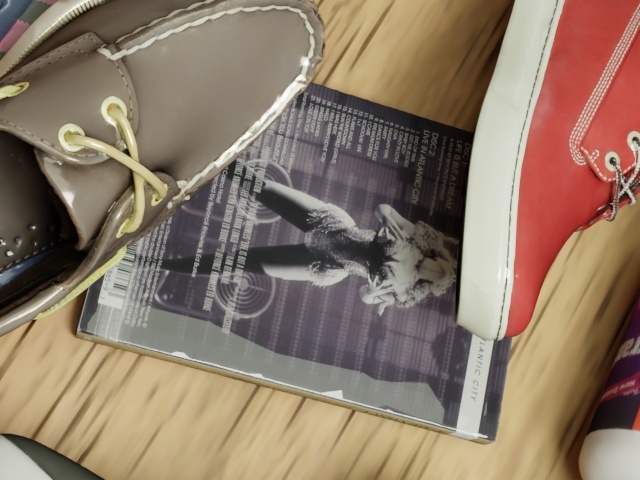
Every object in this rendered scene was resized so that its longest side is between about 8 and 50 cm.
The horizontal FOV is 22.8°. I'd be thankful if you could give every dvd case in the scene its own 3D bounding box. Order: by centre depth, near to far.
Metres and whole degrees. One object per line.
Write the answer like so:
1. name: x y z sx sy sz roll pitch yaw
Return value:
1. dvd case: 0.000 0.000 0.819 0.221 0.018 0.164 16 70 -12

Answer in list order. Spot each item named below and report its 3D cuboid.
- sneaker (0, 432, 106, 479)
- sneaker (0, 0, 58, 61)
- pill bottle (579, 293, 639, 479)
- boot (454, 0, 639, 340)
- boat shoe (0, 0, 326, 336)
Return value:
1. sneaker: -0.019 0.151 0.732 0.296 0.104 0.147 41 66 -10
2. sneaker: -0.151 -0.158 0.752 0.112 0.131 0.319 37 68 -6
3. pill bottle: 0.196 0.092 0.806 0.108 0.108 0.193 28 69 -8
4. boot: 0.165 -0.041 0.798 0.176 0.088 0.244 15 54 7
5. boat shoe: -0.127 -0.025 0.706 0.324 0.097 0.116 -30 123 -13
